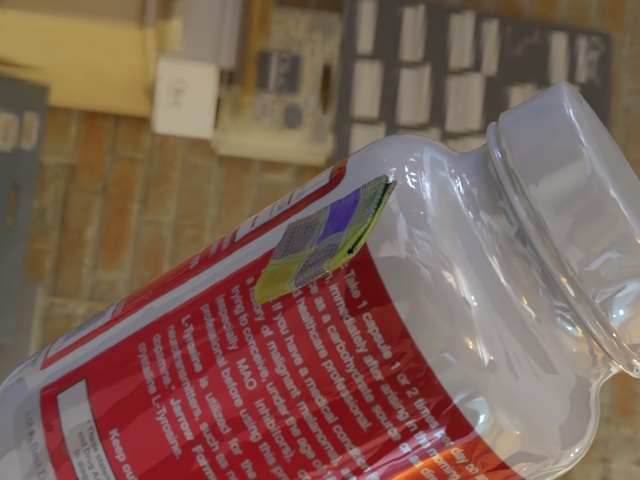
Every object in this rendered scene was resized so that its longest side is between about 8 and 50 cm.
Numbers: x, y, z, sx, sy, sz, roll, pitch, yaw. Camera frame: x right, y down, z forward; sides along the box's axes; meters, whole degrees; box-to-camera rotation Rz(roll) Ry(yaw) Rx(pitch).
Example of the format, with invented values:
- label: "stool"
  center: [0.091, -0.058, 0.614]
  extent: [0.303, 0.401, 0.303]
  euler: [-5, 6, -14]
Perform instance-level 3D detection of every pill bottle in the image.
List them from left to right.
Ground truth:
- label: "pill bottle"
  center: [0.018, 0.081, 0.916]
  extent: [0.229, 0.407, 0.229]
  euler: [51, 18, -24]

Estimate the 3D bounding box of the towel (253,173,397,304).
- label: "towel"
  center: [0.000, 0.000, 0.747]
  extent: [0.083, 0.009, 0.060]
  euler: [-25, -152, 50]
